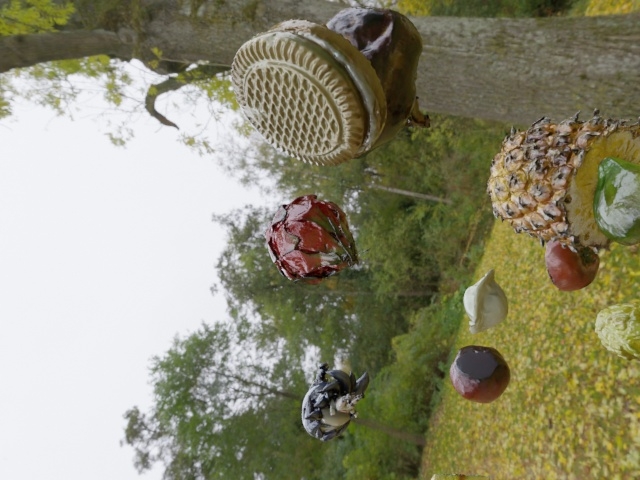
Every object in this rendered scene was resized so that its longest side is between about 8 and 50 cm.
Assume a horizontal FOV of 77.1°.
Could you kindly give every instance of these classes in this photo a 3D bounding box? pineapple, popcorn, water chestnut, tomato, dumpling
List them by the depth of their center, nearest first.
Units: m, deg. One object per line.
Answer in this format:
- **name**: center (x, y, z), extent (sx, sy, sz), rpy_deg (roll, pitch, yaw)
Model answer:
- **water chestnut**: center (0.123, -0.349, 0.944), extent (0.335, 0.346, 0.336), rpy_deg (-159, 90, -81)
- **pineapple**: center (0.616, -0.157, 1.022), extent (0.300, 0.351, 0.353), rpy_deg (-135, 49, -59)
- **dumpling**: center (0.438, 0.149, 1.069), extent (0.181, 0.111, 0.155), rpy_deg (-84, -20, -45)
- **tomato**: center (0.824, 0.055, 1.299), extent (0.085, 0.224, 0.225), rpy_deg (-4, 67, 62)
- **popcorn**: center (1.194, 0.333, 1.506), extent (0.237, 0.251, 0.206), rpy_deg (166, 94, -71)

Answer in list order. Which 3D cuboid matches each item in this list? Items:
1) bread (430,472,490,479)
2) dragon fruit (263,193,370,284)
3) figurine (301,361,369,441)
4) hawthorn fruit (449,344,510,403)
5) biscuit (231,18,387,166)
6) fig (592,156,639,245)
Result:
- **bread**: center (0.365, 0.727, 1.088), extent (0.163, 0.167, 0.264), rpy_deg (33, -121, -86)
- **dragon fruit**: center (0.000, 0.000, 0.994), extent (0.233, 0.292, 0.234), rpy_deg (-28, -54, -49)
- **figurine**: center (0.039, 0.490, 1.223), extent (0.265, 0.175, 0.197), rpy_deg (-59, 10, 21)
- **hawthorn fruit**: center (0.611, 0.526, 1.546), extent (0.215, 0.215, 0.250), rpy_deg (-53, -33, -57)
- **biscuit**: center (-0.022, -0.221, 0.643), extent (0.079, 0.259, 0.259), rpy_deg (-58, -21, -25)
- **fig**: center (0.517, -0.077, 0.678), extent (0.123, 0.123, 0.156), rpy_deg (71, 176, -64)
